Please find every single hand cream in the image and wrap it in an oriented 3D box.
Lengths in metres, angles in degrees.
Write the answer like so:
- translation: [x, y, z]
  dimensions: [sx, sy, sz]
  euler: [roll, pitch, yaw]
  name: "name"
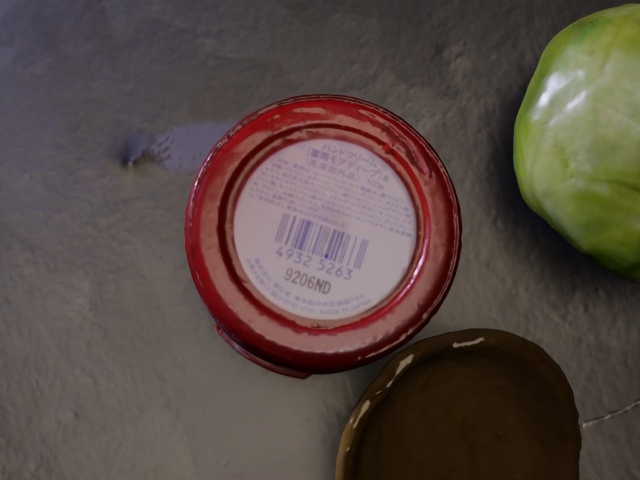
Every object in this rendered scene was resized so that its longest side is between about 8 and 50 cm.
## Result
- translation: [0.000, 0.000, 0.729]
  dimensions: [0.193, 0.125, 0.193]
  euler: [0, 79, -2]
  name: "hand cream"

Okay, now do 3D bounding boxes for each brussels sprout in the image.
- translation: [0.243, -0.068, 0.730]
  dimensions: [0.223, 0.161, 0.223]
  euler: [0, 75, 1]
  name: "brussels sprout"

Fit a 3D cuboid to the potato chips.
- translation: [0.098, 0.157, 0.726]
  dimensions: [0.208, 0.062, 0.195]
  euler: [36, 89, -23]
  name: "potato chips"
